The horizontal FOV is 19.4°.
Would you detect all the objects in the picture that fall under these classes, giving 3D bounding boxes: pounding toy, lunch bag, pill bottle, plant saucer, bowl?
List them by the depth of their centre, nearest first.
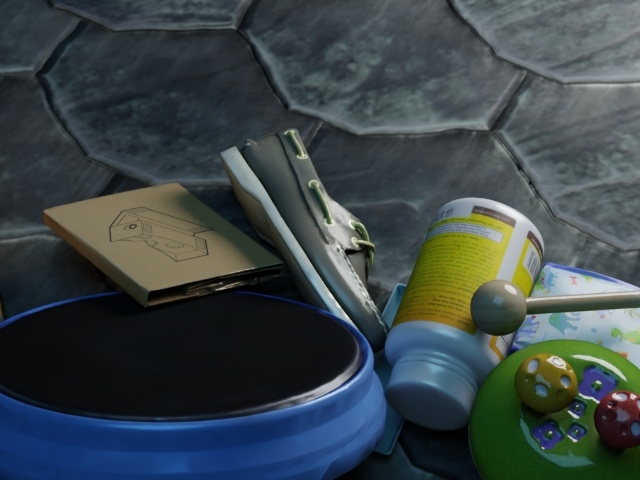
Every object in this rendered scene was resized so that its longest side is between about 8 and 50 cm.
[{"bbox_3d":[0.226,0.129,1.664,0.183,0.110,0.237,-1,62,-4],"label":"pounding toy"},{"bbox_3d":[-0.134,0.130,1.700,0.391,0.077,0.391,1,17,0],"label":"bowl"},{"bbox_3d":[0.268,0.105,1.800,0.151,0.096,0.129,12,47,16],"label":"lunch bag"},{"bbox_3d":[0.135,0.072,1.813,0.117,0.117,0.215,14,57,15],"label":"pill bottle"},{"bbox_3d":[0.072,0.128,1.856,0.067,0.018,0.192,16,56,16],"label":"plant saucer"}]

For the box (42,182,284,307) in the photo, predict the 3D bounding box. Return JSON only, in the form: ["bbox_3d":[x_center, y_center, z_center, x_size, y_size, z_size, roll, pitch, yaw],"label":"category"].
[{"bbox_3d":[-0.160,0.002,1.895,0.164,0.021,0.201,-12,33,-36],"label":"box"}]

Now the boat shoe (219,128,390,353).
[{"bbox_3d":[-0.001,-0.003,1.902,0.091,0.109,0.305,-28,52,-9],"label":"boat shoe"}]

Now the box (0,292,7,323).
[{"bbox_3d":[-0.444,-0.059,1.916,0.168,0.215,0.345,-16,55,-7],"label":"box"}]
